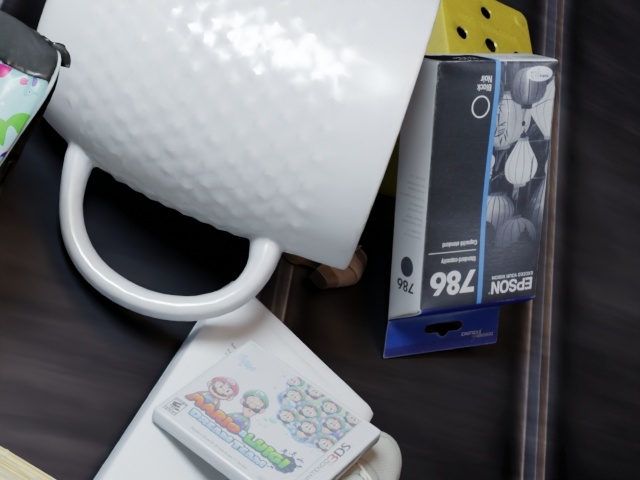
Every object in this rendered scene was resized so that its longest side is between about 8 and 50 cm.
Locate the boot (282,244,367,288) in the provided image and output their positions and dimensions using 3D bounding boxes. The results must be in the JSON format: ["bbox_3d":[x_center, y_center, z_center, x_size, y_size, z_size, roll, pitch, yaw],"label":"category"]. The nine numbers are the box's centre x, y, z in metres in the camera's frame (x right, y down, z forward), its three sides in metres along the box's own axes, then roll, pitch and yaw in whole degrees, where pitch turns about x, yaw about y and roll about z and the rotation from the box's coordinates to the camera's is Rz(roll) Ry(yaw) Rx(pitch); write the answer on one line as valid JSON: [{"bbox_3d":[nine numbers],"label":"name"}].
[{"bbox_3d":[0.000,0.000,1.451,0.118,0.042,0.087,57,36,-2],"label":"boot"}]

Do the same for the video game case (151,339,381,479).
[{"bbox_3d":[-0.046,0.165,1.210,0.157,0.019,0.143,33,39,19],"label":"video game case"}]

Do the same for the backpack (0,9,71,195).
[{"bbox_3d":[-0.331,-0.069,1.031,0.191,0.225,0.253,24,86,-30],"label":"backpack"}]

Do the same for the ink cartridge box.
[{"bbox_3d":[0.159,-0.031,1.444,0.165,0.065,0.332,-6,107,-33],"label":"ink cartridge box"}]

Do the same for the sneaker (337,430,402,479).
[{"bbox_3d":[0.022,0.253,1.199,0.099,0.121,0.262,52,42,-8],"label":"sneaker"}]

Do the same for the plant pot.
[{"bbox_3d":[0.132,-0.181,1.565,0.212,0.187,0.212,17,56,-36],"label":"plant pot"}]

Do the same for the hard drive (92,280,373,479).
[{"bbox_3d":[-0.080,0.206,1.252,0.203,0.040,0.307,45,44,-13],"label":"hard drive"}]

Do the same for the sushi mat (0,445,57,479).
[{"bbox_3d":[-0.298,0.125,0.977,0.317,0.151,0.019,33,87,-1],"label":"sushi mat"}]

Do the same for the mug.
[{"bbox_3d":[-0.102,-0.108,1.258,0.328,0.276,0.374,19,83,0],"label":"mug"}]
